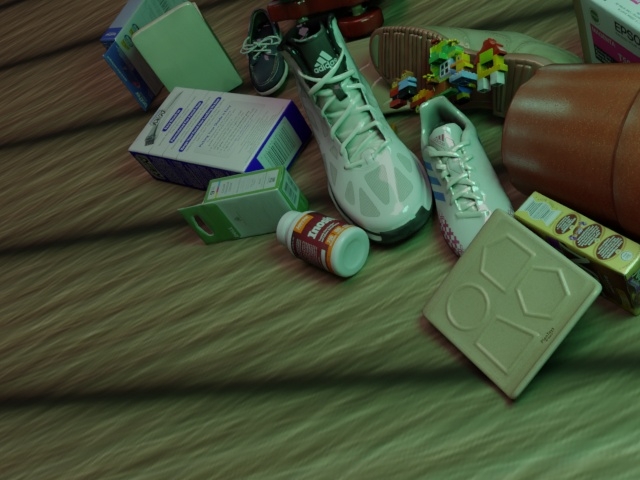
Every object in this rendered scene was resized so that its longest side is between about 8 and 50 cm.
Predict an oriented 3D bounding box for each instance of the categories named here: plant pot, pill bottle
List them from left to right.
[{"bbox_3d":[0.000,0.000,1.298,0.152,0.086,0.086,21,66,40],"label":"pill bottle"},{"bbox_3d":[0.415,-0.131,1.069,0.272,0.272,0.265,-49,38,-15],"label":"plant pot"}]

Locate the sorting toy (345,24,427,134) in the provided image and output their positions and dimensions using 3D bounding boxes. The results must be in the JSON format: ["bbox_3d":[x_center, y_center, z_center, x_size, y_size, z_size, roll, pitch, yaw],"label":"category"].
[{"bbox_3d":[0.094,-0.281,1.518,0.229,0.041,0.307,-3,59,27],"label":"sorting toy"}]

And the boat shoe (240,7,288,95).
[{"bbox_3d":[-0.124,-0.424,1.728,0.095,0.079,0.254,-15,48,18],"label":"boat shoe"}]

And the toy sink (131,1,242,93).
[{"bbox_3d":[-0.304,-0.425,1.722,0.153,0.234,0.131,-31,45,5],"label":"toy sink"}]

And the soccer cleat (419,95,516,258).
[{"bbox_3d":[0.217,-0.093,1.212,0.116,0.143,0.331,-24,46,10],"label":"soccer cleat"}]

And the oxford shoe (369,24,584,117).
[{"bbox_3d":[0.270,-0.312,1.386,0.397,0.140,0.146,25,44,31],"label":"oxford shoe"}]

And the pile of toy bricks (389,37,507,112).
[{"bbox_3d":[0.202,-0.287,1.289,0.212,0.118,0.105,-16,71,59],"label":"pile of toy bricks"}]

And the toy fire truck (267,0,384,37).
[{"bbox_3d":[0.033,-0.554,1.706,0.302,0.169,0.254,-8,32,23],"label":"toy fire truck"}]

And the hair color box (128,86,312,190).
[{"bbox_3d":[-0.206,-0.199,1.568,0.339,0.110,0.185,15,64,36],"label":"hair color box"}]

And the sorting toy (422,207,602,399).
[{"bbox_3d":[0.258,0.084,1.071,0.193,0.038,0.208,-56,46,13],"label":"sorting toy"}]

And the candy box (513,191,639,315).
[{"bbox_3d":[0.361,0.016,1.063,0.053,0.109,0.187,-47,46,-9],"label":"candy box"}]

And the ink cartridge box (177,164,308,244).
[{"bbox_3d":[-0.140,-0.063,1.414,0.209,0.109,0.062,-10,49,23],"label":"ink cartridge box"}]

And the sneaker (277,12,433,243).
[{"bbox_3d":[0.028,-0.207,1.309,0.169,0.257,0.447,-30,52,9],"label":"sneaker"}]

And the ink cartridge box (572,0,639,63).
[{"bbox_3d":[0.494,-0.295,1.188,0.088,0.193,0.234,-31,44,2],"label":"ink cartridge box"}]

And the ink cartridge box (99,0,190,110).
[{"bbox_3d":[-0.410,-0.484,1.864,0.065,0.185,0.311,6,57,30],"label":"ink cartridge box"}]
